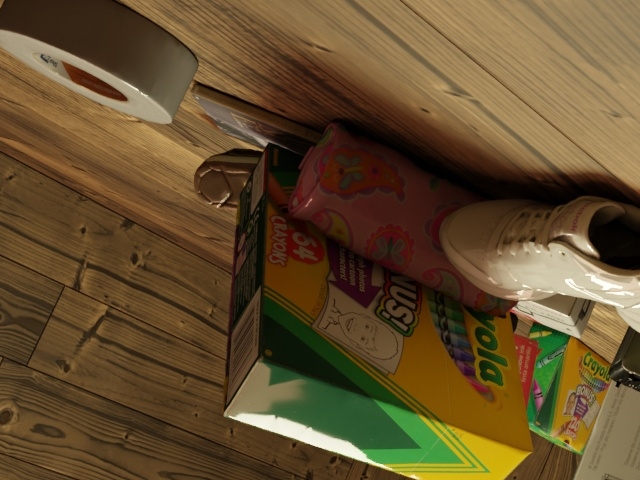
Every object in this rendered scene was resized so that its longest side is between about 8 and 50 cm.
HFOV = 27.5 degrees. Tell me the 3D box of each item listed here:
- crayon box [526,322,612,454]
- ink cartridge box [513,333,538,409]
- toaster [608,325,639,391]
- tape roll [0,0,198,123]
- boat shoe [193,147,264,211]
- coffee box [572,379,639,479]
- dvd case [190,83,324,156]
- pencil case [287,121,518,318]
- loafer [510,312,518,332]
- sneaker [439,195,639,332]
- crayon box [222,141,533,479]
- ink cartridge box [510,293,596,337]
[{"bbox_3d":[0.426,0.267,2.284,0.081,0.165,0.278,19,171,39],"label":"crayon box"},{"bbox_3d":[0.107,0.189,2.094,0.385,0.160,0.279,19,166,-21],"label":"ink cartridge box"},{"bbox_3d":[0.450,0.152,1.593,0.168,0.110,0.185,24,172,10],"label":"toaster"},{"bbox_3d":[-0.246,-0.207,1.431,0.219,0.072,0.219,24,172,4],"label":"tape roll"},{"bbox_3d":[-0.032,-0.074,1.728,0.258,0.095,0.095,16,-153,11],"label":"boat shoe"},{"bbox_3d":[0.541,0.357,1.868,0.338,0.337,0.334,22,173,15],"label":"coffee box"},{"bbox_3d":[-0.039,-0.121,1.590,0.221,0.018,0.164,22,172,13],"label":"dvd case"},{"bbox_3d":[0.108,-0.020,1.437,0.284,0.124,0.124,25,173,-12],"label":"pencil case"},{"bbox_3d":[0.242,0.134,2.273,0.223,0.078,0.076,17,169,47],"label":"loafer"},{"bbox_3d":[0.241,-0.004,1.266,0.305,0.114,0.152,14,154,38],"label":"sneaker"},{"bbox_3d":[0.060,0.082,1.467,0.313,0.106,0.363,20,-143,-16],"label":"crayon box"},{"bbox_3d":[0.289,0.066,1.685,0.109,0.063,0.150,22,173,21],"label":"ink cartridge box"}]
